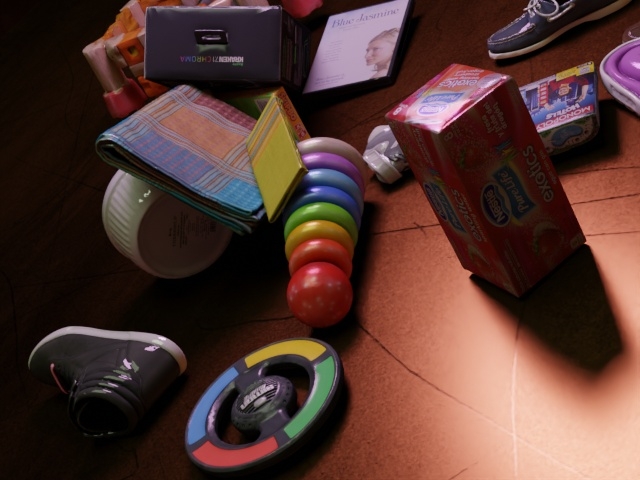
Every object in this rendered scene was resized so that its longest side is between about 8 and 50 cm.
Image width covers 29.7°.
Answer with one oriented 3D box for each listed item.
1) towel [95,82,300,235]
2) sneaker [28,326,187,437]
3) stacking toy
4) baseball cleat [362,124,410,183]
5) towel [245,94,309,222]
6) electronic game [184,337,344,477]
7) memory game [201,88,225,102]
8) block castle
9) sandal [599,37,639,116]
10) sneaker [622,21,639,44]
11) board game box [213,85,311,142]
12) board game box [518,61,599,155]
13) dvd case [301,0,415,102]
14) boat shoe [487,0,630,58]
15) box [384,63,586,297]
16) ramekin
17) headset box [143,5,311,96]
[{"bbox_3d":[-0.171,-0.145,1.914,0.040,0.271,0.370,-63,-3,26],"label":"towel"},{"bbox_3d":[-0.345,0.208,1.744,0.295,0.105,0.147,-4,34,35],"label":"sneaker"},{"bbox_3d":[0.000,0.000,1.726,0.141,0.141,0.330,-22,37,19],"label":"stacking toy"},{"bbox_3d":[0.147,-0.134,1.848,0.206,0.072,0.109,-3,54,49],"label":"baseball cleat"},{"bbox_3d":[-0.067,-0.125,1.813,0.102,0.021,0.237,-59,26,23],"label":"towel"},{"bbox_3d":[-0.073,0.208,1.535,0.229,0.048,0.229,-24,30,15],"label":"electronic game"},{"bbox_3d":[-0.214,-0.181,2.177,0.012,0.186,0.186,-6,5,-43],"label":"memory game"},{"bbox_3d":[-0.236,-0.416,2.511,0.453,0.213,0.303,-15,29,25],"label":"block castle"},{"bbox_3d":[0.496,-0.211,1.565,0.169,0.102,0.416,-40,29,-12],"label":"sandal"},{"bbox_3d":[0.519,-0.324,1.751,0.188,0.071,0.066,-2,41,42],"label":"sneaker"},{"bbox_3d":[-0.134,-0.209,2.167,0.259,0.124,0.039,0,39,44],"label":"board game box"},{"bbox_3d":[0.305,-0.151,1.708,0.194,0.060,0.194,-18,33,24],"label":"board game box"},{"bbox_3d":[0.074,-0.360,2.256,0.180,0.022,0.253,-9,42,26],"label":"dvd case"},{"bbox_3d":[0.381,-0.376,1.961,0.254,0.079,0.095,-23,30,18],"label":"boat shoe"},{"bbox_3d":[0.204,-0.074,1.481,0.122,0.257,0.128,-37,29,-13],"label":"box"},{"bbox_3d":[-0.234,-0.037,1.924,0.207,0.207,0.109,-37,38,-8],"label":"ramekin"},{"bbox_3d":[-0.163,-0.336,2.169,0.246,0.131,0.283,2,1,11],"label":"headset box"}]
